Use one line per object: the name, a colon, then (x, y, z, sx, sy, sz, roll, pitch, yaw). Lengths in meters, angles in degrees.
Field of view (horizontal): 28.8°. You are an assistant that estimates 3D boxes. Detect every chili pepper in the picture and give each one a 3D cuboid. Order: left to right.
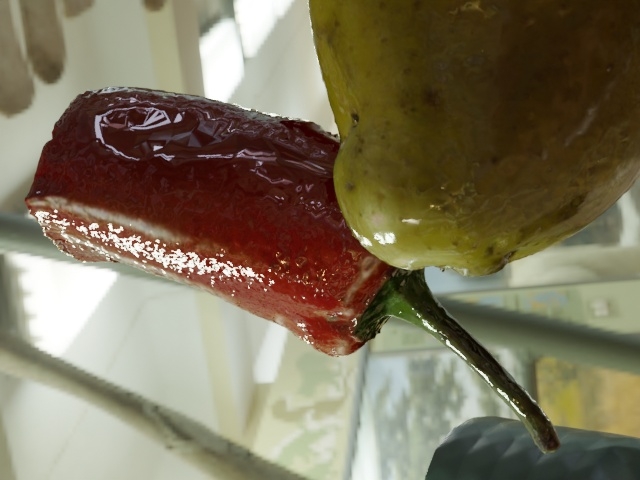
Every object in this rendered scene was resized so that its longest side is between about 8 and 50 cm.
chili pepper: (0.000, -0.004, 0.744, 0.131, 0.338, 0.134, -65, -21, -16)

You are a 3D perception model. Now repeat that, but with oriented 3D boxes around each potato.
potato: (0.096, -0.164, 0.533, 0.195, 0.176, 0.369, 9, -88, -49)

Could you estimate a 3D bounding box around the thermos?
thermos: (0.216, 0.236, 0.985, 0.145, 0.286, 0.182, 37, -111, -30)
